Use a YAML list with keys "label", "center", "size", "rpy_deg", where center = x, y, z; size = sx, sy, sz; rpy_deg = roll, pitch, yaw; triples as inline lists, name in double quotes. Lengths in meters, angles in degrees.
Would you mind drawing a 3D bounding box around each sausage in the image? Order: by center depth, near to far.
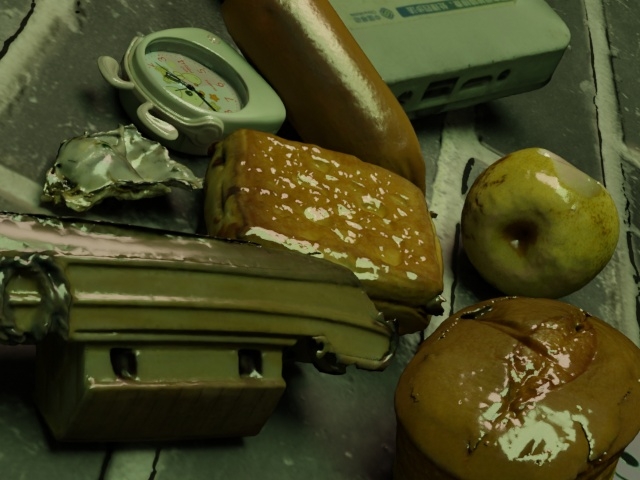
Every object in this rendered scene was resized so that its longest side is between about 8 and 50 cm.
- label: "sausage"
  center: [0.018, -0.150, 1.501]
  size: [0.328, 0.112, 0.112]
  rpy_deg: [55, 34, 4]

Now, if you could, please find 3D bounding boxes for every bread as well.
- label: "bread"
  center: [0.170, 0.147, 1.190]
  size: [0.195, 0.143, 0.269]
  rpy_deg: [28, 40, 25]
- label: "bread"
  center: [0.000, 0.000, 1.327]
  size: [0.235, 0.099, 0.210]
  rpy_deg: [16, 33, -17]

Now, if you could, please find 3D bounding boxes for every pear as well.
- label: "pear"
  center: [0.238, -0.019, 1.499]
  size: [0.178, 0.178, 0.178]
  rpy_deg: [24, 33, -17]

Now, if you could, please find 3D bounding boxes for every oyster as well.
- label: "oyster"
  center: [-0.191, -0.067, 1.280]
  size: [0.165, 0.053, 0.108]
  rpy_deg: [-3, 49, -47]

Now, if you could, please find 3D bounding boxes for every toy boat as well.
- label: "toy boat"
  center: [-0.145, 0.073, 1.068]
  size: [0.445, 0.136, 0.162]
  rpy_deg: [7, 82, -39]

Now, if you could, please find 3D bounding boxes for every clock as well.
- label: "clock"
  center: [-0.139, -0.150, 1.429]
  size: [0.151, 0.062, 0.191]
  rpy_deg: [48, 35, 20]

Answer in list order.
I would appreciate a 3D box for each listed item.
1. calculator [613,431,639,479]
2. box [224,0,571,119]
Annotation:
- label: "calculator"
  center: [0.272, 0.208, 1.335]
  size: [0.173, 0.051, 0.293]
  rpy_deg: [26, 32, -11]
- label: "box"
  center: [0.073, -0.318, 1.758]
  size: [0.396, 0.111, 0.396]
  rpy_deg: [-15, 56, -36]
